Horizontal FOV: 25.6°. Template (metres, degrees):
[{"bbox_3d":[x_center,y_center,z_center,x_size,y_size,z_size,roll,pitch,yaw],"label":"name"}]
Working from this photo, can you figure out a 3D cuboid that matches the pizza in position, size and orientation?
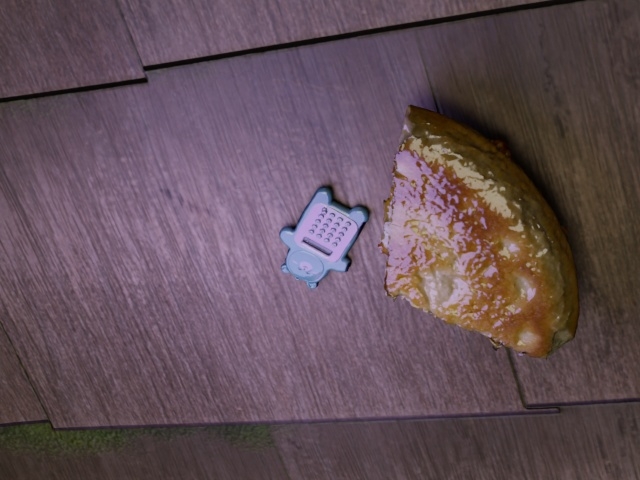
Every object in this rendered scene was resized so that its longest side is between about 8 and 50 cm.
[{"bbox_3d":[0.158,0.000,1.558,0.226,0.086,0.335,-24,112,36],"label":"pizza"}]

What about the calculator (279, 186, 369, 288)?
[{"bbox_3d":[0.000,0.000,1.655,0.094,0.019,0.141,28,128,-4],"label":"calculator"}]
